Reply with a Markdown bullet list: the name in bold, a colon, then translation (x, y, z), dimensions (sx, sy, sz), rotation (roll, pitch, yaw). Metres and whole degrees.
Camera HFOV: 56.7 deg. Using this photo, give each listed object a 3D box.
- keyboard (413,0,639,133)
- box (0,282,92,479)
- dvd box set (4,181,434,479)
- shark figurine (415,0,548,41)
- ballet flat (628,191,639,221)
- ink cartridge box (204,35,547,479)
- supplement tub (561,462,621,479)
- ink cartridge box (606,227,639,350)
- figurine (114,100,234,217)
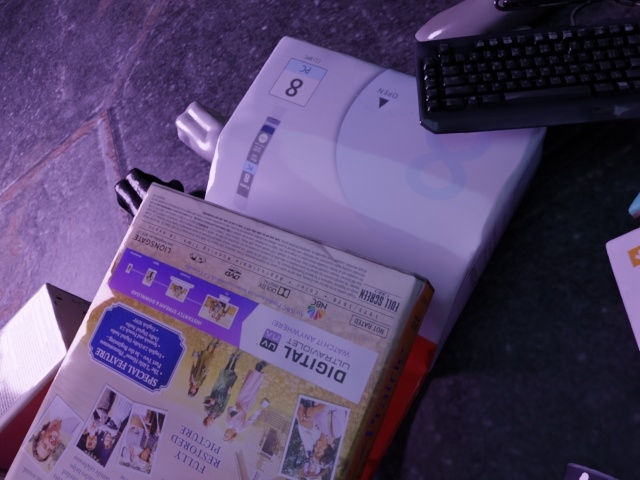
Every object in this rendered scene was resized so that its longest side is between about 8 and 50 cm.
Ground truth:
- **keyboard**: translation (0.249, -0.190, 0.562), dimensions (0.317, 0.033, 0.201), rotation (-3, 56, 7)
- **box**: translation (-0.366, 0.199, 0.768), dimensions (0.232, 0.127, 0.148), rotation (-46, 48, 4)
- **dvd box set**: translation (-0.116, 0.181, 0.529), dimensions (0.308, 0.062, 0.420), rotation (18, 79, 25)
- **shark figurine**: translation (0.242, -0.319, 0.665), dimensions (0.278, 0.116, 0.166), rotation (-45, 49, 6)
- **ballet flat**: translation (0.357, -0.093, 0.466), dimensions (0.247, 0.083, 0.087), rotation (-22, 75, 16)
- **ink cartridge box**: translation (0.000, 0.000, 0.604), dimensions (0.308, 0.091, 0.385), rotation (26, 78, 24)
- **supplement tub**: translation (0.165, 0.253, 0.385), dimensions (0.106, 0.106, 0.198), rotation (13, 72, 39)
- **ink cartridge box**: translation (0.294, 0.106, 0.324), dimensions (0.176, 0.069, 0.371), rotation (-33, 31, 34)
- **figurine**: translation (-0.157, -0.070, 0.803), dimensions (0.215, 0.092, 0.209), rotation (-47, 47, 1)
